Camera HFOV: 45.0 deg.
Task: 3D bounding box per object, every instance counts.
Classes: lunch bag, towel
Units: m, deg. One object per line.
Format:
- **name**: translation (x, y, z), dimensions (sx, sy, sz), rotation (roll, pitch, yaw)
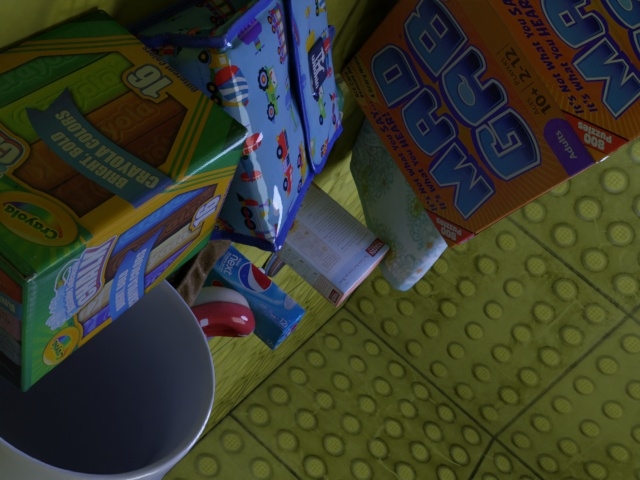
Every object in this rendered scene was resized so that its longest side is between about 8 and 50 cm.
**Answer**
- **lunch bag**: translation (-0.060, -0.163, 0.816), dimensions (0.293, 0.138, 0.221), rotation (-54, 141, -46)
- **towel**: translation (0.176, -0.134, 1.569), dimensions (0.090, 0.375, 0.320), rotation (-3, 146, -24)

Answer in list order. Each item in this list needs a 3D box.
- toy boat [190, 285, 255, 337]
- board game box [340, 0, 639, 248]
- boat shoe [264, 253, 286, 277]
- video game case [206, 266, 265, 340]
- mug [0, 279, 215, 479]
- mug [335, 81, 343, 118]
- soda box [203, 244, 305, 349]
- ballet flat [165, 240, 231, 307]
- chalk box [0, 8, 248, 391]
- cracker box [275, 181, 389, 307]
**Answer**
- **toy boat**: translation (-0.217, 0.172, 1.279), dimensions (0.231, 0.151, 0.151), rotation (-17, 166, -14)
- **board game box**: translation (0.323, -0.263, 1.228), dimensions (0.356, 0.356, 0.356), rotation (-29, 175, -30)
- **boat shoe**: translation (-0.063, 0.026, 1.853), dimensions (0.183, 0.066, 0.066), rotation (-51, 170, 9)
- **video game case**: translation (-0.223, 0.161, 1.781), dimensions (0.201, 0.023, 0.183), rotation (-54, 169, 25)
- **mug**: translation (-0.335, 0.204, 0.758), dimensions (0.328, 0.276, 0.374), rotation (-45, 169, 32)
- **mug**: translation (-0.028, -0.182, 1.131), dimensions (0.129, 0.097, 0.158), rotation (-47, 170, -16)
- **soda box**: translation (-0.131, 0.092, 1.378), dimensions (0.067, 0.210, 0.071), rotation (-42, 168, -39)
- **ballet flat**: translation (-0.199, -0.005, 1.091), dimensions (0.124, 0.116, 0.342), rotation (-15, 153, -40)
- **chalk box**: translation (-0.230, -0.021, 0.613), dimensions (0.289, 0.180, 0.179), rotation (-43, 168, -39)
- **cracker box**: translation (0.000, 0.000, 1.546), dimensions (0.155, 0.232, 0.067), rotation (-42, 168, -33)
